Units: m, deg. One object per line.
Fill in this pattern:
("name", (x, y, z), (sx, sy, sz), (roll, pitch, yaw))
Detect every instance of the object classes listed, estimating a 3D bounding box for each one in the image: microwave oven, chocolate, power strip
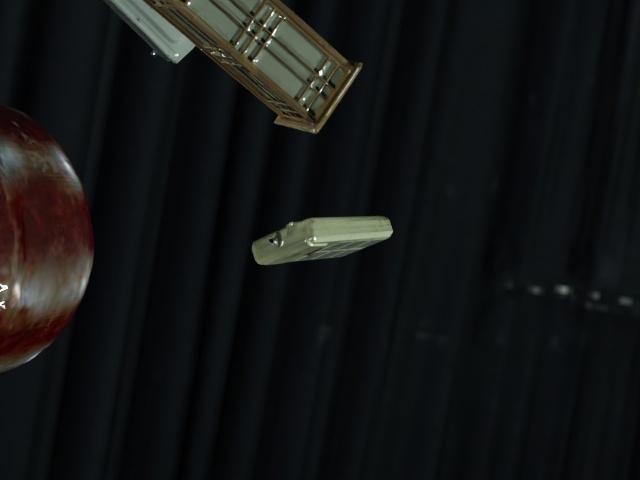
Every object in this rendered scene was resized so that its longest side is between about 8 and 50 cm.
("microwave oven", (-0.174, -0.294, 1.937), (0.163, 0.129, 0.205), (46, -171, -13))
("chocolate", (-0.430, 0.012, 1.917), (0.383, 0.384, 0.331), (12, 180, 27))
("power strip", (0.000, 0.000, 1.710), (0.076, 0.028, 0.169), (-22, 170, 33))

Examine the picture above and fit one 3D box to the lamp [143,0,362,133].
("lamp", (-0.109, -0.230, 1.656), (0.325, 0.090, 0.089), (40, 170, -28))
